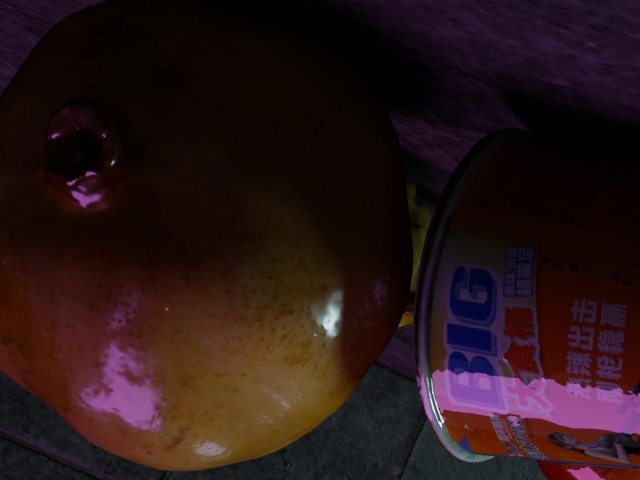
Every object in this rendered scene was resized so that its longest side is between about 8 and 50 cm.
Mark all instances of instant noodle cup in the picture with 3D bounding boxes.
[{"bbox_3d":[0.235,0.060,1.287,0.214,0.296,0.296,9,165,32],"label":"instant noodle cup"}]

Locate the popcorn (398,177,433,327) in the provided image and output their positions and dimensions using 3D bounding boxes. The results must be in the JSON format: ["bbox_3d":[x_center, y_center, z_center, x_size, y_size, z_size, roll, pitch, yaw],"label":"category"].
[{"bbox_3d":[0.000,0.000,1.698,0.332,0.225,0.265,17,157,-28],"label":"popcorn"}]

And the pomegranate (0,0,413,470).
[{"bbox_3d":[-0.125,-0.015,1.362,0.417,0.416,0.416,23,171,4],"label":"pomegranate"}]

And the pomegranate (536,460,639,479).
[{"bbox_3d":[0.415,0.262,2.200,0.257,0.221,0.221,-3,180,-18],"label":"pomegranate"}]
